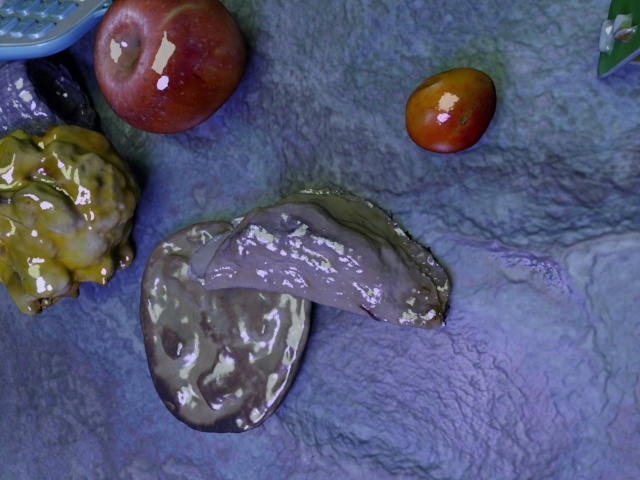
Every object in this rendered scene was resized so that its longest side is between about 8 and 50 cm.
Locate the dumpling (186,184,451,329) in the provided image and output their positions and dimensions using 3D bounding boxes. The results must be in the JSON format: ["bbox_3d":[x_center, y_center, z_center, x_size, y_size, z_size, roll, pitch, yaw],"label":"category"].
[{"bbox_3d":[-0.001,0.003,0.696,0.332,0.086,0.166,9,81,9],"label":"dumpling"}]

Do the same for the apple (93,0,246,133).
[{"bbox_3d":[-0.197,-0.242,0.768,0.201,0.162,0.201,2,93,33],"label":"apple"}]

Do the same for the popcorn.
[{"bbox_3d":[-0.387,-0.028,0.809,0.286,0.215,0.252,-28,115,23],"label":"popcorn"}]

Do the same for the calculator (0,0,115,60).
[{"bbox_3d":[-0.463,-0.355,0.864,0.386,0.054,0.256,11,53,23],"label":"calculator"}]

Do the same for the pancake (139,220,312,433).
[{"bbox_3d":[-0.136,0.118,0.786,0.294,0.049,0.294,-2,84,23],"label":"pancake"}]

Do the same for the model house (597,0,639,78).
[{"bbox_3d":[0.454,-0.326,0.506,0.312,0.242,0.358,8,90,6],"label":"model house"}]

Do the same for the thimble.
[{"bbox_3d":[-0.420,-0.197,0.859,0.097,0.150,0.150,-28,78,15],"label":"thimble"}]

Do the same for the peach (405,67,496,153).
[{"bbox_3d":[0.150,-0.148,0.651,0.100,0.100,0.101,-1,88,22],"label":"peach"}]
